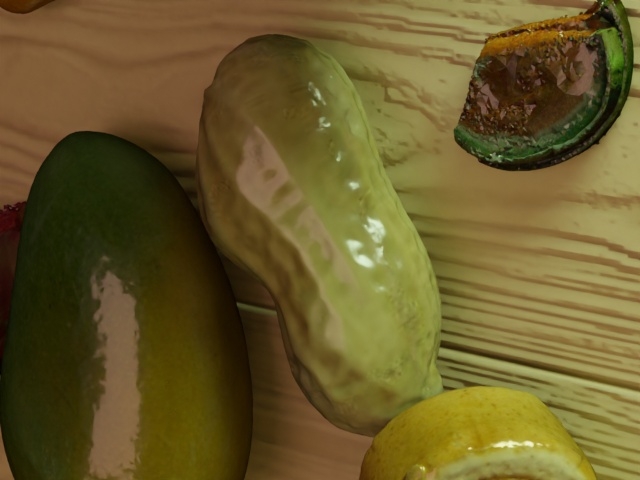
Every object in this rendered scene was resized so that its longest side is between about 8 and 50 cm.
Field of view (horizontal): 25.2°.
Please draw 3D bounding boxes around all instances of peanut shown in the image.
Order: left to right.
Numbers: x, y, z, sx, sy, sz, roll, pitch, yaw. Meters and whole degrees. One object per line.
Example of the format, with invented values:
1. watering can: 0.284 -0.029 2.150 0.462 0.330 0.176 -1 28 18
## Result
1. peanut: 0.000 0.000 0.726 0.098 0.090 0.214 -25 88 -8

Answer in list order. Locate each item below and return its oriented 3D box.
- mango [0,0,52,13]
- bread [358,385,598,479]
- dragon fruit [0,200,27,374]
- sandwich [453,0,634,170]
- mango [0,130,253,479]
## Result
1. mango: -0.163 -0.162 0.815 0.060 0.046 0.089 53 129 8
2. bread: 0.085 0.147 0.699 0.122 0.073 0.149 -19 115 2
3. dragon fruit: -0.292 0.083 0.855 0.274 0.161 0.126 -14 109 5
4. sandwich: 0.104 -0.069 0.679 0.101 0.026 0.069 -17 95 36
5. mango: -0.110 0.065 0.813 0.156 0.114 0.251 6 95 42
